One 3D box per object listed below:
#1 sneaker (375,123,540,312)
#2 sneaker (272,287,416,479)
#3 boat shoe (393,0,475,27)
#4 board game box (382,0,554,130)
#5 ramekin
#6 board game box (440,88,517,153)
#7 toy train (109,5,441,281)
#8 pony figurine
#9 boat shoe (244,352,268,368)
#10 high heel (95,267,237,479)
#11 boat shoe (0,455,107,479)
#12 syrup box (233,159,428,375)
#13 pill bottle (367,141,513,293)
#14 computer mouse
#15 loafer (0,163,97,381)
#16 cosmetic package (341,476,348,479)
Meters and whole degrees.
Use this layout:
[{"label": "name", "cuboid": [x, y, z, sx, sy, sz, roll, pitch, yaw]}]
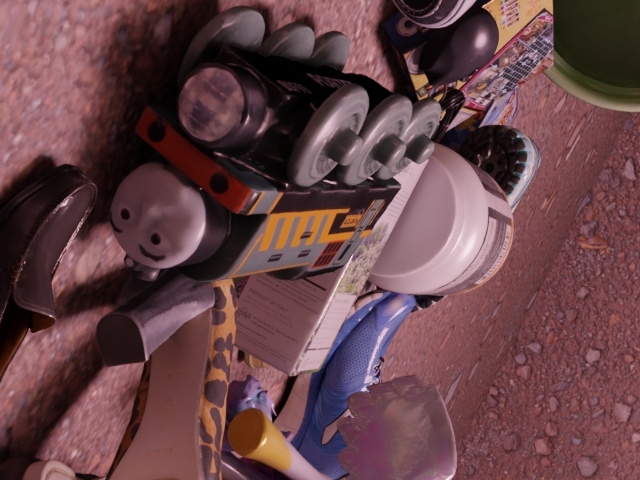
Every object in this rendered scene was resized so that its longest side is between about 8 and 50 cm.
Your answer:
[{"label": "sneaker", "cuboid": [0.182, -0.018, 1.437, 0.283, 0.110, 0.122, -51, 158, 22]}, {"label": "sneaker", "cuboid": [0.039, 0.203, 1.378, 0.330, 0.147, 0.130, -64, 164, 11]}, {"label": "boat shoe", "cuboid": [0.067, -0.263, 0.843, 0.102, 0.108, 0.301, -52, 158, -29]}, {"label": "board game box", "cuboid": [0.160, -0.200, 1.181, 0.165, 0.042, 0.243, -31, 162, 2]}, {"label": "ramekin", "cuboid": [0.375, -0.299, 1.359, 0.303, 0.303, 0.148, -65, 170, 8]}, {"label": "board game box", "cuboid": [0.201, -0.132, 1.534, 0.201, 0.035, 0.136, -58, 162, -12]}, {"label": "toy train", "cuboid": [-0.027, -0.056, 0.853, 0.190, 0.142, 0.334, -57, 164, 16]}, {"label": "pony figurine", "cuboid": [-0.007, 0.269, 1.082, 0.303, 0.351, 0.363, -37, 133, 9]}, {"label": "boat shoe", "cuboid": [-0.031, 0.066, 1.151, 0.153, 0.048, 0.056, -66, 162, 11]}, {"label": "high heel", "cuboid": [-0.096, 0.145, 0.887, 0.186, 0.093, 0.261, -42, 130, -67]}, {"label": "boat shoe", "cuboid": [-0.208, 0.226, 0.855, 0.335, 0.096, 0.112, 83, 3, -67]}, {"label": "syrup box", "cuboid": [0.000, 0.000, 1.060, 0.237, 0.096, 0.093, -64, 165, 4]}, {"label": "pill bottle", "cuboid": [0.110, -0.022, 1.235, 0.162, 0.162, 0.278, -64, 162, 5]}, {"label": "computer mouse", "cuboid": [0.130, -0.150, 1.132, 0.071, 0.041, 0.242, -27, 162, -12]}, {"label": "loafer", "cuboid": [-0.176, 0.033, 0.666, 0.170, 0.061, 0.062, -58, 161, -15]}, {"label": "cosmetic package", "cuboid": [0.062, 0.328, 1.677, 0.153, 0.129, 0.296, -64, 162, 1]}]
